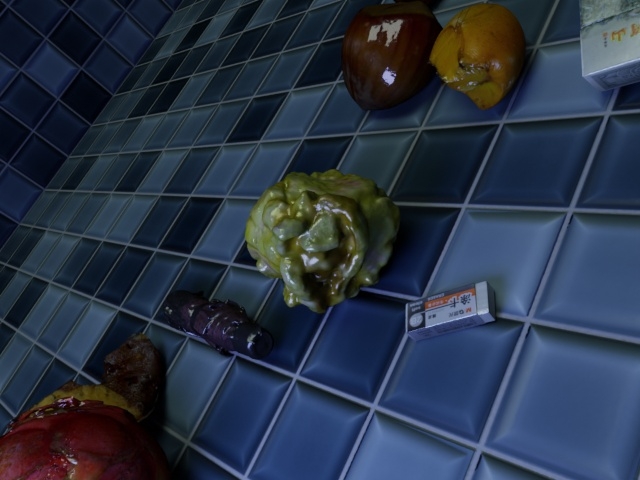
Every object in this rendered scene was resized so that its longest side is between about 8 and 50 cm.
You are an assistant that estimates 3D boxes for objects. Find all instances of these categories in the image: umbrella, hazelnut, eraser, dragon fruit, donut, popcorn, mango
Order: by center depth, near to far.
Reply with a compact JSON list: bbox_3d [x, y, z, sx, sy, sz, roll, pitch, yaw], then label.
[{"bbox_3d":[0.173,0.095,0.799,0.122,0.029,0.052,-21,44,33],"label":"eraser"},{"bbox_3d":[-0.366,0.391,0.850,0.296,0.295,0.301,-27,30,26],"label":"dragon fruit"},{"bbox_3d":[0.000,0.000,0.910,0.259,0.212,0.259,-2,26,1],"label":"popcorn"},{"bbox_3d":[0.267,-0.322,1.010,0.154,0.126,0.252,-37,28,36],"label":"mango"},{"bbox_3d":[-0.191,0.146,1.072,0.326,0.090,0.094,9,60,48],"label":"umbrella"},{"bbox_3d":[-0.376,0.302,1.080,0.295,0.151,0.112,-43,-19,-58],"label":"donut"},{"bbox_3d":[0.134,-0.356,1.153,0.181,0.180,0.212,-25,34,-17],"label":"hazelnut"}]

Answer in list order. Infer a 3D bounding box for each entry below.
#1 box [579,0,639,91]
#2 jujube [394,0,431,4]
[{"bbox_3d":[0.449,-0.354,0.816,0.164,0.069,0.256,-9,73,45],"label":"box"},{"bbox_3d":[0.222,-0.591,1.313,0.112,0.109,0.176,18,64,15],"label":"jujube"}]
